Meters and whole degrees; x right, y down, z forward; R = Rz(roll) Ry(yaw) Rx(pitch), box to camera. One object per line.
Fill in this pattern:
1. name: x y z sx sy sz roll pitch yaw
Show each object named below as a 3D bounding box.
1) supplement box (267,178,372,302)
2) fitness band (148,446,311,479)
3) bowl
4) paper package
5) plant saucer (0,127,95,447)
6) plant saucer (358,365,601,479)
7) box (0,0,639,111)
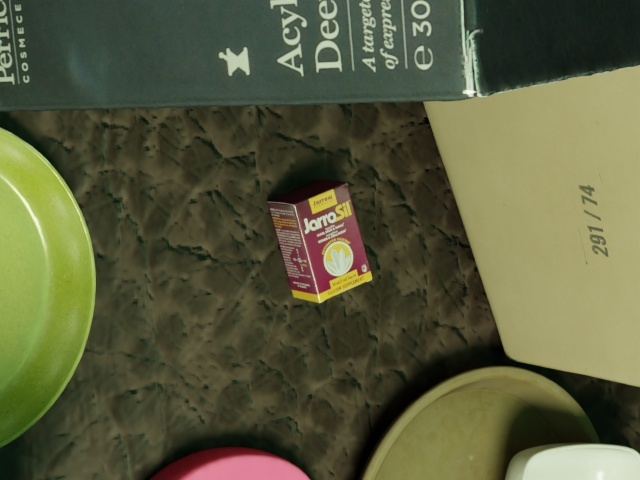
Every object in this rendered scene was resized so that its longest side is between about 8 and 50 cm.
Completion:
1. supplement box: 0.000 0.000 1.400 0.055 0.043 0.083 -24 107 -28
2. fitness band: -0.069 0.306 1.380 0.209 0.054 0.291 -3 95 -33
3. bowl: 0.206 0.238 1.505 0.142 0.053 0.142 4 93 -33
4. paper package: 0.249 -0.056 1.397 0.168 0.309 0.325 -30 111 -30
5. plant saucer: -0.268 0.034 1.224 0.241 0.037 0.241 -4 96 -37
6. plant saucer: 0.132 0.242 1.512 0.278 0.041 0.278 -4 97 -32
7. box: -0.021 -0.239 1.129 0.212 0.395 0.293 -15 103 -51
